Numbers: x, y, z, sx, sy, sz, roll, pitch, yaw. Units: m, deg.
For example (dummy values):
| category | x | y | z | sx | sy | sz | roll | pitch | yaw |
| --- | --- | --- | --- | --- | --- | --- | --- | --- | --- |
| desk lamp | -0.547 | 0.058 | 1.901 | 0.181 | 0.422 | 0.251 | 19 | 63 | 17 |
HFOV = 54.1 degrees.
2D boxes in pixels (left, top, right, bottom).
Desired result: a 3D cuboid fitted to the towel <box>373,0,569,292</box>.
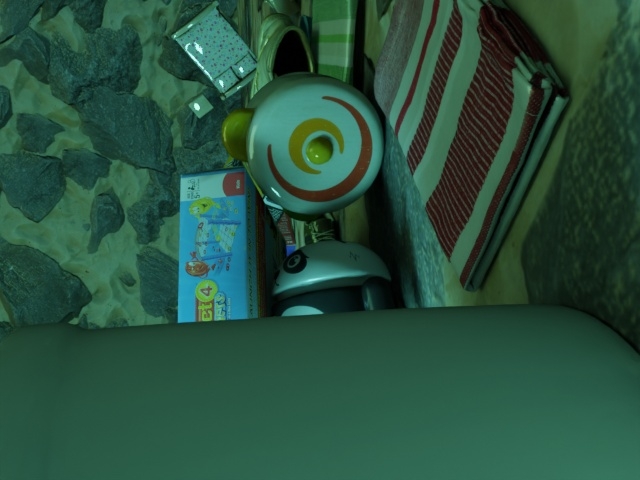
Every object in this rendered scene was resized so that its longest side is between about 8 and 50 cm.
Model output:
| category | x | y | z | sx | sy | sz | roll | pitch | yaw |
| --- | --- | --- | --- | --- | --- | --- | --- | --- | --- |
| towel | 0.121 | -0.145 | 0.627 | 0.237 | 0.037 | 0.329 | 98 | 163 | -46 |

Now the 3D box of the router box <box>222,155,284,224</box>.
| category | x | y | z | sx | sy | sz | roll | pitch | yaw |
| --- | --- | --- | --- | --- | --- | --- | --- | --- | --- |
| router box | -0.188 | -0.131 | 1.672 | 0.243 | 0.081 | 0.309 | -58 | 34 | 21 |

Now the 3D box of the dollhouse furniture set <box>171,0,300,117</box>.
| category | x | y | z | sx | sy | sz | roll | pitch | yaw |
| --- | --- | --- | --- | --- | --- | --- | --- | --- | --- |
| dollhouse furniture set | -0.241 | -0.492 | 1.449 | 0.303 | 0.355 | 0.174 | 49 | -172 | -27 |

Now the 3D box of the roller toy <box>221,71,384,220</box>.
| category | x | y | z | sx | sy | sz | roll | pitch | yaw |
| --- | --- | --- | --- | --- | --- | --- | --- | --- | --- |
| roller toy | -0.015 | -0.139 | 0.883 | 0.209 | 0.191 | 0.146 | 48 | -177 | -22 |

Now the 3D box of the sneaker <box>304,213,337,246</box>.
| category | x | y | z | sx | sy | sz | roll | pitch | yaw |
| --- | --- | --- | --- | --- | --- | --- | --- | --- | --- |
| sneaker | 0.000 | 0.000 | 1.163 | 0.192 | 0.064 | 0.086 | -103 | 10 | -51 |

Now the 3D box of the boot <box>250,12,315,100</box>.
| category | x | y | z | sx | sy | sz | roll | pitch | yaw |
| --- | --- | --- | --- | --- | --- | --- | --- | --- | --- |
| boot | -0.072 | -0.286 | 1.194 | 0.203 | 0.095 | 0.262 | -118 | 32 | -62 |

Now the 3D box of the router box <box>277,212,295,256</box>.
| category | x | y | z | sx | sy | sz | roll | pitch | yaw |
| --- | --- | --- | --- | --- | --- | --- | --- | --- | --- |
| router box | -0.147 | 0.014 | 1.828 | 0.335 | 0.082 | 0.301 | 100 | 163 | -46 |

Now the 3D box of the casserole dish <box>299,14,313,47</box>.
| category | x | y | z | sx | sy | sz | roll | pitch | yaw |
| --- | --- | --- | --- | --- | --- | --- | --- | --- | --- |
| casserole dish | -0.023 | -0.356 | 1.247 | 0.188 | 0.037 | 0.114 | 103 | 160 | -51 |

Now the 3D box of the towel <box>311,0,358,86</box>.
| category | x | y | z | sx | sy | sz | roll | pitch | yaw |
| --- | --- | --- | --- | --- | --- | --- | --- | --- | --- |
| towel | 0.023 | -0.254 | 1.066 | 0.248 | 0.038 | 0.324 | -127 | 36 | -69 |

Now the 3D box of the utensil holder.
| category | x | y | z | sx | sy | sz | roll | pitch | yaw |
| --- | --- | --- | --- | --- | --- | --- | --- | --- | --- |
| utensil holder | 0.004 | 0.206 | 0.433 | 0.327 | 0.385 | 0.327 | 176 | 90 | -77 |

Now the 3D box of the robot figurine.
| category | x | y | z | sx | sy | sz | roll | pitch | yaw |
| --- | --- | --- | --- | --- | --- | --- | --- | --- | --- |
| robot figurine | 0.022 | 0.137 | 0.831 | 0.173 | 0.209 | 0.278 | 33 | -133 | -65 |

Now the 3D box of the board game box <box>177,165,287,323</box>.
| category | x | y | z | sx | sy | sz | roll | pitch | yaw |
| --- | --- | --- | --- | --- | --- | --- | --- | --- | --- |
| board game box | -0.108 | 0.101 | 0.876 | 0.302 | 0.086 | 0.308 | 68 | -163 | -69 |
